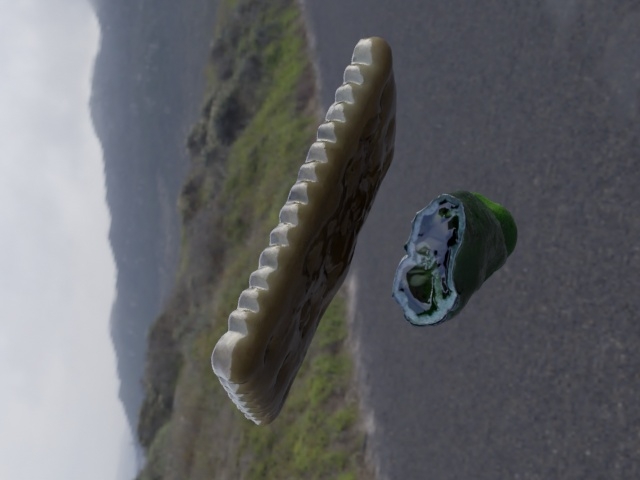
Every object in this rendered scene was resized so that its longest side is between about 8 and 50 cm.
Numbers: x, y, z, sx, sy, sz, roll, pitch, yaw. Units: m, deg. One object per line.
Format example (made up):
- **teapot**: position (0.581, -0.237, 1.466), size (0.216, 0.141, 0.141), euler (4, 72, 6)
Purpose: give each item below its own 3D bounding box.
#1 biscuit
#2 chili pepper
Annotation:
- **biscuit**: position (0.000, 0.000, 0.869), size (0.217, 0.044, 0.324), euler (77, -144, -66)
- **chili pepper**: position (0.160, 0.006, 1.117), size (0.270, 0.099, 0.136), euler (-17, -76, -66)
